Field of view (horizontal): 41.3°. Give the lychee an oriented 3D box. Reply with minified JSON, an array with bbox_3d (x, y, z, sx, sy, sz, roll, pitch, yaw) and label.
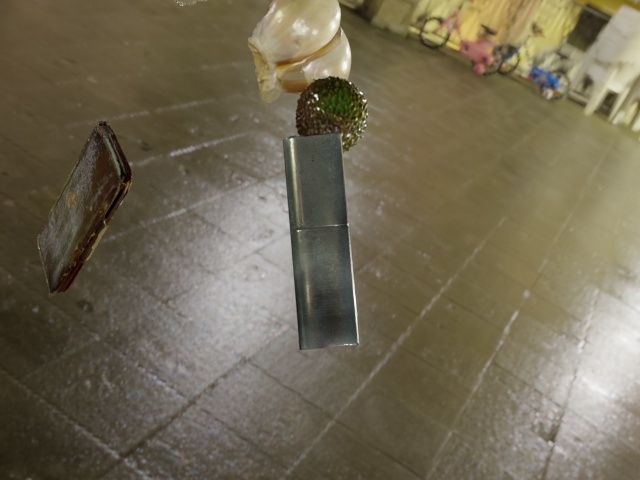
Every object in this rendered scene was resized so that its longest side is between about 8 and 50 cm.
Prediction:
[{"bbox_3d":[0.024,-0.250,1.745,0.171,0.171,0.171,22,23,-10],"label":"lychee"}]

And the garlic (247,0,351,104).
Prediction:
[{"bbox_3d":[-0.039,-0.479,2.032,0.313,0.249,0.286,-46,114,-46],"label":"garlic"}]

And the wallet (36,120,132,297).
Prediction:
[{"bbox_3d":[-0.317,-0.037,1.132,0.031,0.232,0.122,7,44,-42],"label":"wallet"}]

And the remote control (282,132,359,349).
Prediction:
[{"bbox_3d":[0.000,0.000,1.497,0.107,0.377,0.044,-5,-7,0],"label":"remote control"}]

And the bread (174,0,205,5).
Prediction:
[{"bbox_3d":[-0.314,-0.652,1.739,0.337,0.102,0.183,58,31,-50],"label":"bread"}]
